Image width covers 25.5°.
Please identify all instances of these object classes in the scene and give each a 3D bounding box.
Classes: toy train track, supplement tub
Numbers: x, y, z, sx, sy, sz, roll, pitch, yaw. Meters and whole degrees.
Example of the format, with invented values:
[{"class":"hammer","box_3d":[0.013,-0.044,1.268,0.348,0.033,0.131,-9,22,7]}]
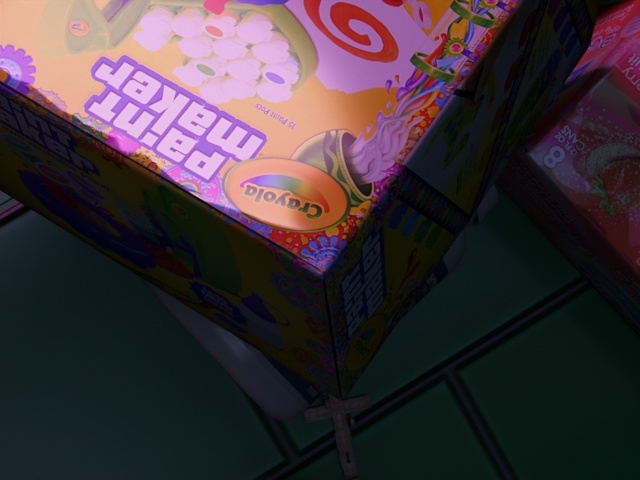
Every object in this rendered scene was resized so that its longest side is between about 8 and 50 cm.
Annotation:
[{"class":"toy train track","box_3d":[0.016,0.135,0.980,0.048,0.014,0.083,-13,98,-10]},{"class":"supplement tub","box_3d":[0.000,0.000,0.898,0.200,0.144,0.144,-43,102,-5]}]

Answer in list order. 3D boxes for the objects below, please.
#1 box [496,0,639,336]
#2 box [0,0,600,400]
[{"class":"box","box_3d":[0.261,-0.006,0.952,0.300,0.142,0.154,45,85,-12]},{"class":"box","box_3d":[-0.036,-0.121,0.772,0.290,0.177,0.279,31,70,17]}]
